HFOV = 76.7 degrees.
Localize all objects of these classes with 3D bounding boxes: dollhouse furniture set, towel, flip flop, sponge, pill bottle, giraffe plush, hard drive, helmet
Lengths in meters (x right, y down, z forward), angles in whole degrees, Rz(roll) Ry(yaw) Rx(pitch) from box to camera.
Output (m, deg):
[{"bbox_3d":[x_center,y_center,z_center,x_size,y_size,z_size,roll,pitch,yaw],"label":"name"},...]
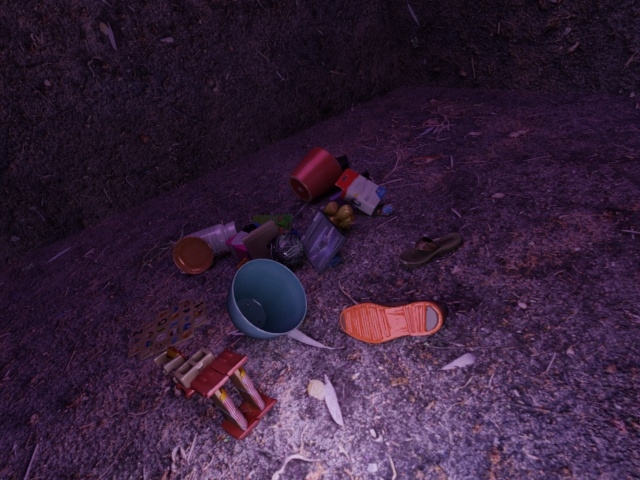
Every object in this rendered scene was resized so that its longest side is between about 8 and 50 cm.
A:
[{"bbox_3d":[-0.338,0.435,1.265,0.375,0.201,0.152,4,37,46],"label":"dollhouse furniture set"},{"bbox_3d":[0.039,0.074,1.797,0.067,0.029,0.119,-29,30,-15],"label":"towel"},{"bbox_3d":[0.429,0.021,1.595,0.278,0.080,0.112,-23,29,-5],"label":"flip flop"},{"bbox_3d":[0.152,-0.216,2.123,0.210,0.117,0.031,-32,33,-20],"label":"sponge"},{"bbox_3d":[-0.564,0.006,2.144,0.284,0.160,0.160,-20,29,1],"label":"pill bottle"},{"bbox_3d":[0.052,-0.067,1.917,0.211,0.181,0.170,1,55,14],"label":"giraffe plush"},{"bbox_3d":[0.063,-0.492,2.704,0.255,0.054,0.171,-15,30,8],"label":"hard drive"},{"bbox_3d":[-0.155,0.045,1.830,0.170,0.169,0.162,-34,16,-23],"label":"helmet"}]

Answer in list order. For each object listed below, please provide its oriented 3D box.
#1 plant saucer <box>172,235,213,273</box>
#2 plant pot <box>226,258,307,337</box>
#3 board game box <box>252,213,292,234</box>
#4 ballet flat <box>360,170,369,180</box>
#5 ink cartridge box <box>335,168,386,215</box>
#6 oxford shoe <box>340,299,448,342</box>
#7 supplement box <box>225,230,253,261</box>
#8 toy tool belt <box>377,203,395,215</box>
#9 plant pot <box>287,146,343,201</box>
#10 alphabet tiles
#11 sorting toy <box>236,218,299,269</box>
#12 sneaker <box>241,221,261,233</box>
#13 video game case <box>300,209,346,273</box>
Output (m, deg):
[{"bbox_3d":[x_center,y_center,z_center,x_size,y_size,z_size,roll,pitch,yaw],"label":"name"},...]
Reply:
[{"bbox_3d":[-0.642,0.072,2.051,0.200,0.199,0.037,-20,15,0],"label":"plant saucer"},{"bbox_3d":[-0.223,0.240,1.480,0.195,0.290,0.290,-44,9,42],"label":"plant pot"},{"bbox_3d":[-0.257,-0.075,2.152,0.260,0.039,0.123,-1,76,33],"label":"board game box"},{"bbox_3d":[0.215,-0.315,2.298,0.058,0.084,0.249,3,42,32],"label":"ballet flat"},{"bbox_3d":[0.195,-0.247,2.040,0.231,0.078,0.134,33,63,7],"label":"ink cartridge box"},{"bbox_3d":[0.236,0.256,1.320,0.364,0.129,0.133,-8,-2,33],"label":"oxford shoe"},{"bbox_3d":[-0.357,0.042,2.008,0.111,0.113,0.220,-38,35,-28],"label":"supplement box"},{"bbox_3d":[0.320,-0.146,1.973,0.084,0.052,0.051,-19,21,4],"label":"toy tool belt"},{"bbox_3d":[-0.041,-0.373,2.392,0.243,0.274,0.275,-45,36,-20],"label":"plant pot"},{"bbox_3d":[-0.651,0.372,1.738,0.343,0.011,0.285,-24,29,-7],"label":"alphabet tiles"},{"bbox_3d":[-0.257,0.030,1.901,0.348,0.195,0.047,-36,14,-26],"label":"sorting toy"},{"bbox_3d":[-0.310,-0.021,2.082,0.091,0.081,0.232,-29,40,-36],"label":"sneaker"},{"bbox_3d":[0.000,0.000,1.809,0.196,0.026,0.274,-57,36,13],"label":"video game case"}]
